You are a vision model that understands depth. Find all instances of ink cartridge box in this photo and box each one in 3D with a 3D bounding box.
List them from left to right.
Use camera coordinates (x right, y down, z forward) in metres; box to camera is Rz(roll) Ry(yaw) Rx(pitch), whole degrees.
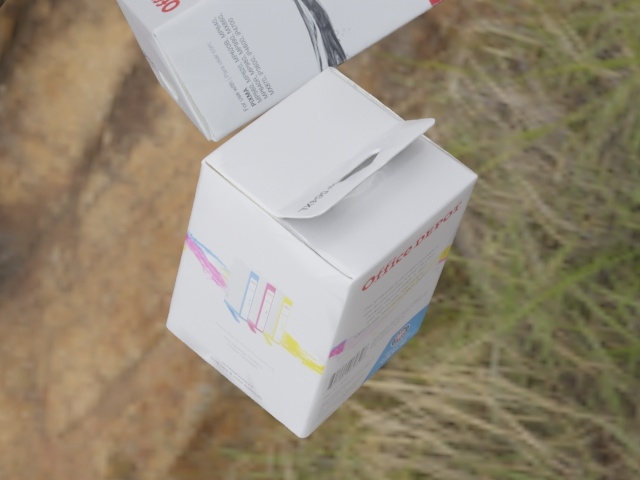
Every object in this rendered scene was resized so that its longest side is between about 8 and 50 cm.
[{"bbox_3d":[-0.025,-0.221,1.655,0.273,0.114,0.197,-33,27,-4],"label":"ink cartridge box"},{"bbox_3d":[0.000,0.000,0.905,0.090,0.092,0.143,38,143,17],"label":"ink cartridge box"}]

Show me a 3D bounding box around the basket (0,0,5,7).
[{"bbox_3d":[-0.351,-0.250,1.532,0.227,0.154,0.204,36,71,7],"label":"basket"}]
